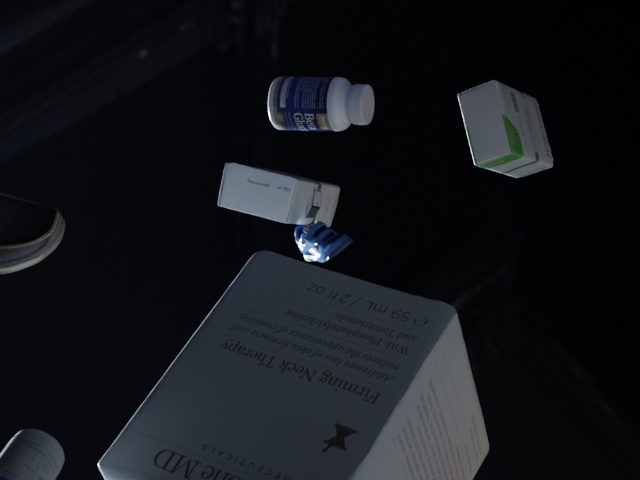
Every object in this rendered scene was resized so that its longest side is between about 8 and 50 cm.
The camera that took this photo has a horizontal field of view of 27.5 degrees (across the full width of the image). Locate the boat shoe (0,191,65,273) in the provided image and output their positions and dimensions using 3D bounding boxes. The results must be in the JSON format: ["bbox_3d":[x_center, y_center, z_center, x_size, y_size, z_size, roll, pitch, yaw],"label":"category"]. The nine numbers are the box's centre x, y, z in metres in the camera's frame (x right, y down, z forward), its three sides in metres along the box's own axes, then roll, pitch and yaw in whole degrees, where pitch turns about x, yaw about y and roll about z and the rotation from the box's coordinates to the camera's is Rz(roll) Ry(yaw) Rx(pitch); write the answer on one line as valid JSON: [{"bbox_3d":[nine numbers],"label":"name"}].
[{"bbox_3d":[-0.569,-0.032,1.971,0.356,0.132,0.130,1,-36,2],"label":"boat shoe"}]

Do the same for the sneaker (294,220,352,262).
[{"bbox_3d":[0.000,0.000,2.134,0.053,0.059,0.144,-35,14,-26],"label":"sneaker"}]

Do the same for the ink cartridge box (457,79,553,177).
[{"bbox_3d":[0.382,-0.224,2.674,0.093,0.160,0.219,-19,-14,28],"label":"ink cartridge box"}]

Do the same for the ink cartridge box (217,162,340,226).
[{"bbox_3d":[-0.070,-0.079,2.257,0.191,0.140,0.082,0,-76,-66],"label":"ink cartridge box"}]

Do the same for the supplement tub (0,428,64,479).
[{"bbox_3d":[-0.345,0.274,1.493,0.071,0.071,0.107,-58,3,32],"label":"supplement tub"}]

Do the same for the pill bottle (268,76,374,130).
[{"bbox_3d":[0.003,-0.236,2.252,0.094,0.169,0.094,3,-90,-68],"label":"pill bottle"}]

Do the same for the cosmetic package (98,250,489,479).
[{"bbox_3d":[-0.016,0.288,1.761,0.393,0.329,0.327,-55,-35,-32],"label":"cosmetic package"}]
